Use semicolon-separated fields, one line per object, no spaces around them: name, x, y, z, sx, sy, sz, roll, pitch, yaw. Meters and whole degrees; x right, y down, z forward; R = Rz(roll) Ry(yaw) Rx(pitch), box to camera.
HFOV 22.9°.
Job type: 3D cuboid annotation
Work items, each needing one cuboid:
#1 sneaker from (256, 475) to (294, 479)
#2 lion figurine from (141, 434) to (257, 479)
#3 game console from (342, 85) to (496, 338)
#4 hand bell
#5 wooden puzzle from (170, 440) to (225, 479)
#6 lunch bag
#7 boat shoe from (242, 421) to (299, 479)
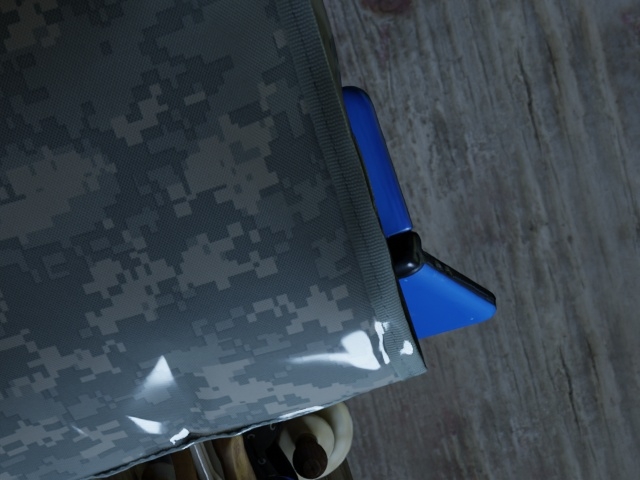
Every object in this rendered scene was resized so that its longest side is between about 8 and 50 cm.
sneaker;0.010;0.359;1.627;0.130;0.147;0.330;-103;175;-54
lion figurine;-0.052;0.291;1.148;0.392;0.142;0.240;57;18;-38
game console;0.000;0.000;1.643;0.250;0.293;0.173;29;53;-46
hand bell;-0.014;0.236;1.810;0.242;0.126;0.126;-150;-136;-86
wooden puzzle;-0.116;0.144;1.343;0.221;0.044;0.239;-112;179;-61
lunch bag;-0.103;-0.034;0.635;0.169;0.235;0.287;-107;180;-64
boat shoe;-0.072;0.196;1.644;0.080;0.076;0.228;-102;176;-54
